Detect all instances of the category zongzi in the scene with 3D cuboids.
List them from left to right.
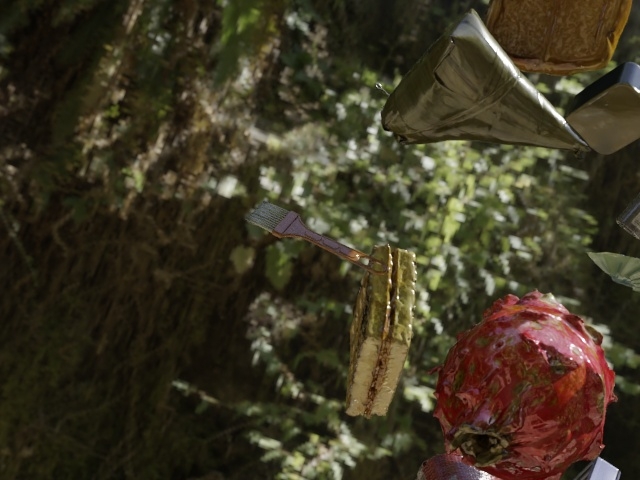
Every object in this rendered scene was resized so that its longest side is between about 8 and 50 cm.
[{"bbox_3d":[0.315,-0.245,2.177,0.418,0.181,0.447,41,-32,-5],"label":"zongzi"}]

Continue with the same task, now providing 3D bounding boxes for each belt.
[{"bbox_3d":[0.251,0.446,1.673,0.128,0.124,0.201,-37,-48,22],"label":"belt"}]

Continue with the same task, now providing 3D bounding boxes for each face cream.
[{"bbox_3d":[0.789,-0.129,2.246,0.073,0.283,0.073,39,7,-6],"label":"face cream"}]

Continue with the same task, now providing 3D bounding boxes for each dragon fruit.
[{"bbox_3d":[0.224,0.176,1.114,0.210,0.205,0.268,38,31,16],"label":"dragon fruit"}]

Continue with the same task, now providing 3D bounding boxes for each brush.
[{"bbox_3d":[0.000,0.000,2.047,0.314,0.090,0.017,25,-48,13],"label":"brush"}]

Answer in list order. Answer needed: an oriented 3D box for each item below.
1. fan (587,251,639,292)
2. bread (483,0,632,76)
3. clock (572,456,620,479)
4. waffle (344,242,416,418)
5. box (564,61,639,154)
[{"bbox_3d":[0.566,0.063,1.748,0.240,0.009,0.131,26,-25,-27],"label":"fan"},{"bbox_3d":[0.566,-0.547,2.354,0.328,0.337,0.148,12,-7,20],"label":"bread"},{"bbox_3d":[0.652,0.646,2.463,0.073,0.144,0.193,35,-50,8],"label":"clock"},{"bbox_3d":[0.128,0.213,2.217,0.114,0.261,0.376,10,-34,-1],"label":"waffle"},{"bbox_3d":[0.655,-0.293,2.190,0.144,0.090,0.201,35,-34,-12],"label":"box"}]
